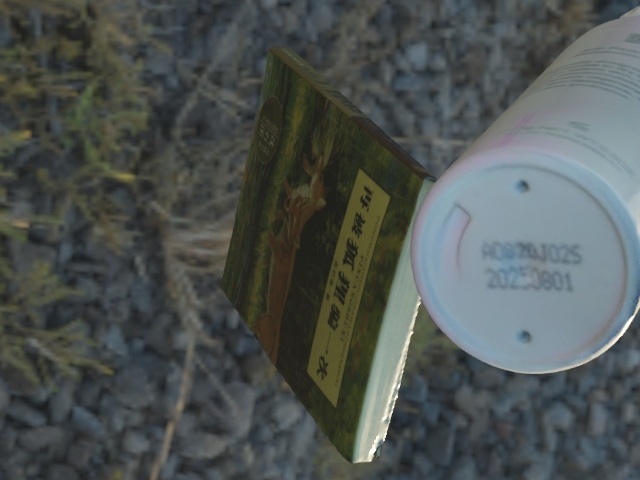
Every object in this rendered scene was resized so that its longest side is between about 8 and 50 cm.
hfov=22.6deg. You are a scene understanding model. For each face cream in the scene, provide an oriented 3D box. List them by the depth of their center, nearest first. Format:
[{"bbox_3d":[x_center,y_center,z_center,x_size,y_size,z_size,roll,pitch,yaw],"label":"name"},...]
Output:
[{"bbox_3d":[0.139,-0.044,0.780,0.345,0.102,0.102,-39,125,-62],"label":"face cream"}]

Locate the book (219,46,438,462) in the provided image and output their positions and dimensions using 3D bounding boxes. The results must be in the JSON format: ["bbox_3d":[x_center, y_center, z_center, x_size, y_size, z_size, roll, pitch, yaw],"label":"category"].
[{"bbox_3d":[0.000,0.000,0.887,0.024,0.228,0.160,4,111,-23],"label":"book"}]
